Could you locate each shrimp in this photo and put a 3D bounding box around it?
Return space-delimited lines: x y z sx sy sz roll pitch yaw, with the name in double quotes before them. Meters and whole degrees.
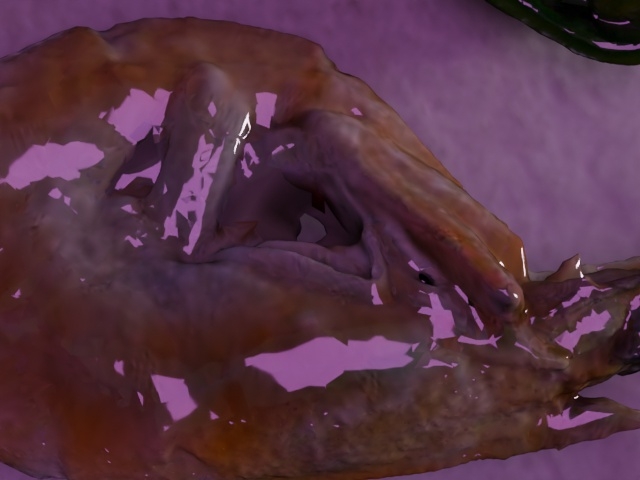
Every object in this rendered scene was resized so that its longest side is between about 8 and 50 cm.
"shrimp" 0.000 0.000 0.600 0.317 0.077 0.168 -3 84 -1

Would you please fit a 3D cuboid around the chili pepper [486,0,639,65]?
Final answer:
"chili pepper" 0.038 -0.162 0.616 0.100 0.074 0.257 -42 95 -3
